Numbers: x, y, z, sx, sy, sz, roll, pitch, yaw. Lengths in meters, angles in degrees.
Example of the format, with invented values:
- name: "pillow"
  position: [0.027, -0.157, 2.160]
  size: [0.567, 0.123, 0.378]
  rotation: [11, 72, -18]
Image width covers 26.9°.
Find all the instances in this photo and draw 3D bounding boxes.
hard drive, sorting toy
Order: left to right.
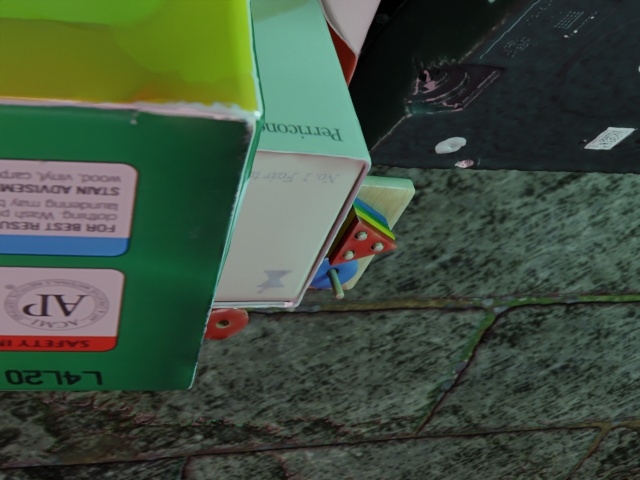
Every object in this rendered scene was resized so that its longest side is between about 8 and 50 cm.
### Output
- name: "sorting toy"
  position: [0.000, 0.000, 1.072]
  size: [0.132, 0.046, 0.274]
  rotation: [4, 139, -27]
- name: "hard drive"
  position: [0.209, -0.116, 0.715]
  size: [0.338, 0.064, 0.237]
  rotation: [0, 154, -30]

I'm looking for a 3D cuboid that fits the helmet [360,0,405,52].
- name: "helmet"
  position: [0.085, -0.185, 0.766]
  size: [0.161, 0.169, 0.169]
  rotation: [-16, 148, 25]

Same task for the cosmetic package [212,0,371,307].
- name: "cosmetic package"
  position: [-0.099, -0.122, 0.640]
  size: [0.160, 0.309, 0.113]
  rotation: [0, 142, -24]

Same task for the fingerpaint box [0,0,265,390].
- name: "fingerpaint box"
  position: [-0.259, -0.146, 0.433]
  size: [0.444, 0.371, 0.163]
  rotation: [1, 147, -12]

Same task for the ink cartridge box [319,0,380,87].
- name: "ink cartridge box"
  position: [-0.012, -0.188, 0.694]
  size: [0.066, 0.189, 0.232]
  rotation: [2, 141, -24]
